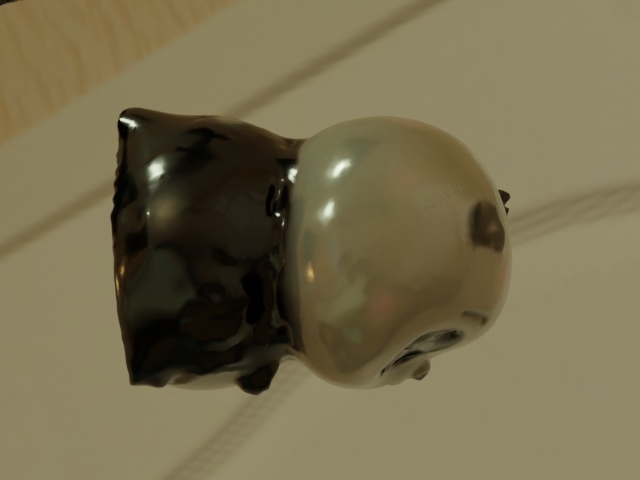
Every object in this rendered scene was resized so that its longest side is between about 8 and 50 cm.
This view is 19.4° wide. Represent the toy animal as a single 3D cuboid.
[{"bbox_3d":[-0.003,0.008,1.103,0.235,0.165,0.187,2,8,1],"label":"toy animal"}]

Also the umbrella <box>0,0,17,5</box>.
[{"bbox_3d":[-0.183,-0.257,1.622,0.269,0.044,0.044,-27,-45,-31],"label":"umbrella"}]
